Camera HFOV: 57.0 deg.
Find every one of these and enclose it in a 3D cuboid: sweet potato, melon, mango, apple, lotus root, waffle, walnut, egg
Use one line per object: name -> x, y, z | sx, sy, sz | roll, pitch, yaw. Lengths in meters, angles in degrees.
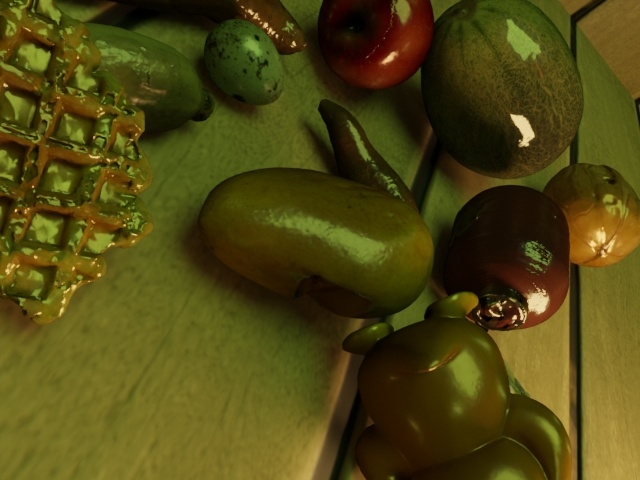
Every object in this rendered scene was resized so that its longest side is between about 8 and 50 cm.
sweet potato -> 0.070, -0.082, 0.790 | 0.077, 0.077, 0.244 | -20, 80, -50
melon -> 0.296, -0.250, 0.985 | 0.329, 0.248, 0.249 | 51, 37, -35
mango -> 0.000, 0.000, 0.617 | 0.261, 0.130, 0.167 | 16, 29, -20
apple -> 0.086, -0.315, 0.885 | 0.168, 0.181, 0.181 | -1, 66, -52
lotus root -> -0.178, -0.153, 0.577 | 0.183, 0.090, 0.077 | 8, 32, -45
waffle -> -0.255, -0.064, 0.410 | 0.291, 0.051, 0.291 | -1, 93, -32
sweet potato -> -0.156, -0.310, 0.701 | 0.341, 0.092, 0.114 | 1, 82, -44
walnut -> 0.537, -0.054, 1.168 | 0.193, 0.193, 0.226 | 43, 42, -17
egg -> -0.090, -0.211, 0.708 | 0.110, 0.085, 0.085 | 43, 41, -28

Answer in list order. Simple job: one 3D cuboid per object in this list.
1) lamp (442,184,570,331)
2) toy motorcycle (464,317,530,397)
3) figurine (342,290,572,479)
lamp -> 0.269, 0.030, 0.859 | 0.180, 0.180, 0.258 | 44, 43, -16
toy motorcycle -> 0.207, 0.190, 0.747 | 0.151, 0.074, 0.229 | 8, 48, -51
figurine -> 0.127, 0.180, 0.593 | 0.215, 0.215, 0.228 | -31, 100, -50
